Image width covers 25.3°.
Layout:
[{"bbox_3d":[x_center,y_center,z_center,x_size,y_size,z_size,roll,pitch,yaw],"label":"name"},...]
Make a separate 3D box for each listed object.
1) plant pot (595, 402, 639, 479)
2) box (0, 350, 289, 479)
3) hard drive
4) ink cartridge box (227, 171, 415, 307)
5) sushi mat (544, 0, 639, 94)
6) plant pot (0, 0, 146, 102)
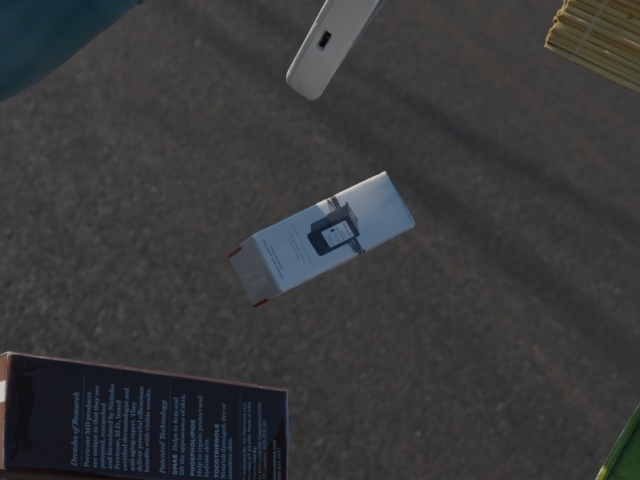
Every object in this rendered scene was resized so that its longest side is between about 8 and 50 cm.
[{"bbox_3d":[0.510,0.349,1.648,0.353,0.366,0.366,28,22,21],"label":"plant pot"},{"bbox_3d":[-0.241,0.232,1.680,0.381,0.191,0.143,14,68,-35],"label":"box"},{"bbox_3d":[0.093,-0.330,1.490,0.047,0.233,0.353,34,66,-2],"label":"hard drive"},{"bbox_3d":[0.000,0.000,1.365,0.150,0.109,0.063,-26,87,-20],"label":"ink cartridge box"},{"bbox_3d":[0.336,-0.142,1.083,0.316,0.151,0.019,27,35,8],"label":"sushi mat"},{"bbox_3d":[-0.338,-0.227,1.271,0.271,0.255,0.271,43,-6,6],"label":"plant pot"}]
